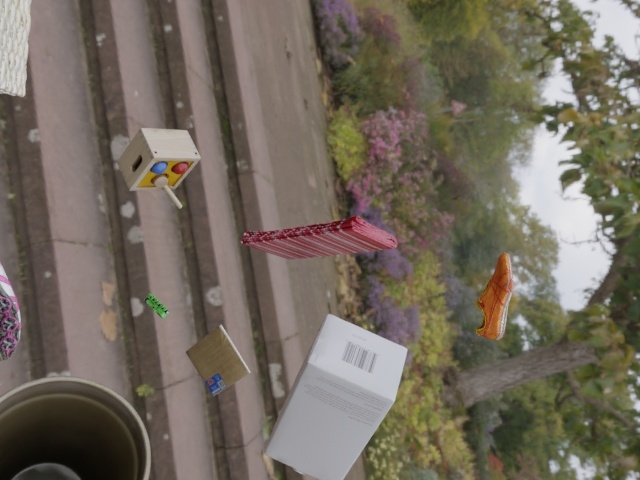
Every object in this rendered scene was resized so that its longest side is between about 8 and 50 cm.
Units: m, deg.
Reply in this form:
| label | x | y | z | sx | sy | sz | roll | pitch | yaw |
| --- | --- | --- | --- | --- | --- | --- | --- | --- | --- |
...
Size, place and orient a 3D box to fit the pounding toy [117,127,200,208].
| label | x | y | z | sx | sy | sz | roll | pitch | yaw |
| --- | --- | --- | --- | --- | --- | --- | --- | --- | --- |
| pounding toy | -0.316 | -0.140 | 1.242 | 0.130 | 0.141 | 0.100 | -7 | 64 | -49 |

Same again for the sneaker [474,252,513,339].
| label | x | y | z | sx | sy | sz | roll | pitch | yaw |
| --- | --- | --- | --- | --- | --- | --- | --- | --- | --- |
| sneaker | 0.343 | 0.109 | 1.232 | 0.064 | 0.067 | 0.175 | 14 | 87 | -77 |

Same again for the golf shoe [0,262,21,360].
| label | x | y | z | sx | sy | sz | roll | pitch | yaw |
| --- | --- | --- | --- | --- | --- | --- | --- | --- | --- |
| golf shoe | -0.470 | 0.079 | 0.891 | 0.086 | 0.067 | 0.186 | -166 | -116 | -74 |

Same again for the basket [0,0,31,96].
| label | x | y | z | sx | sy | sz | roll | pitch | yaw |
| --- | --- | --- | --- | --- | --- | --- | --- | --- | --- |
| basket | -0.803 | -0.493 | 1.314 | 0.328 | 0.266 | 0.331 | -116 | -148 | -85 |

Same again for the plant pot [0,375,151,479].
| label | x | y | z | sx | sy | sz | roll | pitch | yaw |
| --- | --- | --- | --- | --- | --- | --- | --- | --- | --- |
| plant pot | -0.523 | 0.469 | 1.205 | 0.280 | 0.323 | 0.323 | -54 | -149 | 43 |

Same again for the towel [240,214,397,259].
| label | x | y | z | sx | sy | sz | roll | pitch | yaw |
| --- | --- | --- | --- | --- | --- | --- | --- | --- | --- |
| towel | 0.000 | 0.000 | 1.289 | 0.199 | 0.275 | 0.031 | 23 | 64 | -56 |

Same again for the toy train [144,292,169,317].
| label | x | y | z | sx | sy | sz | roll | pitch | yaw |
| --- | --- | --- | --- | --- | --- | --- | --- | --- | --- |
| toy train | -0.344 | 0.137 | 1.304 | 0.083 | 0.024 | 0.017 | 30 | -23 | 42 |

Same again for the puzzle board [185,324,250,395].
| label | x | y | z | sx | sy | sz | roll | pitch | yaw |
| --- | --- | --- | --- | --- | --- | --- | --- | --- | --- |
| puzzle board | -0.181 | 0.213 | 1.096 | 0.011 | 0.128 | 0.096 | -27 | 81 | -48 |

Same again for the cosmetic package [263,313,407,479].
| label | x | y | z | sx | sy | sz | roll | pitch | yaw |
| --- | --- | --- | --- | --- | --- | --- | --- | --- | --- |
| cosmetic package | 0.025 | 0.360 | 1.362 | 0.155 | 0.197 | 0.365 | -64 | 178 | -50 |
